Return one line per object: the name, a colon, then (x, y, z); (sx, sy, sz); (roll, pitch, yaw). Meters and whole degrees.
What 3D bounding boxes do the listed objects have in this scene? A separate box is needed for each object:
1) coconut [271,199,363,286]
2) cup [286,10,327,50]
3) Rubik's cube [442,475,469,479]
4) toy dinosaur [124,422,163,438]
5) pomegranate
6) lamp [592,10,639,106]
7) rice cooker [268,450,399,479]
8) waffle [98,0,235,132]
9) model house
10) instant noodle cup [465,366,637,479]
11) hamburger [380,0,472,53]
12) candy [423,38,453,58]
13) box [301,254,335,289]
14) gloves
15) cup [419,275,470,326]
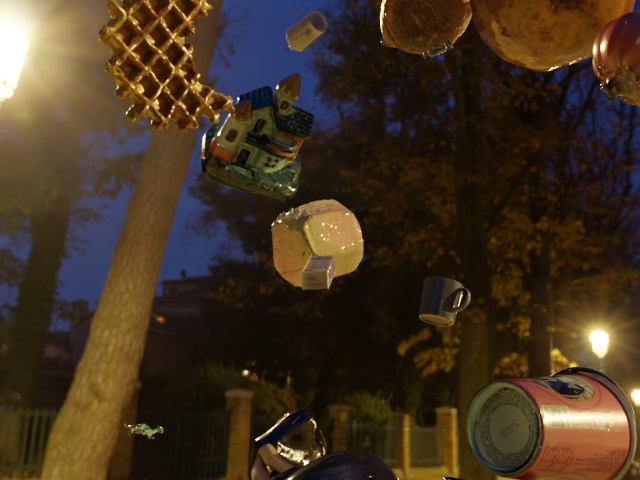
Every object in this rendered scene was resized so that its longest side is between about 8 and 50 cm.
coconut: (0.000, 0.000, 1.891); (0.245, 0.233, 0.233); (-19, 2, -42)
cup: (-0.045, -0.573, 1.903); (0.074, 0.104, 0.116); (48, -34, -18)
Rubik's cube: (0.309, 0.550, 1.238); (0.180, 0.167, 0.183); (13, 0, -5)
toy dinosaur: (-0.348, 0.370, 1.357); (0.062, 0.021, 0.083); (-6, 17, -33)
pomegranate: (0.540, -0.590, 1.620); (0.410, 0.410, 0.410); (2, -16, 1)
lamp: (0.537, -0.293, 1.146); (0.182, 0.140, 0.182); (40, -5, 4)
rice cooker: (0.017, 0.466, 1.071); (0.267, 0.267, 0.224); (9, -26, -22)
waffle: (-0.286, -0.343, 1.262); (0.259, 0.293, 0.069); (-18, 17, -42)
model house: (-0.125, -0.271, 1.654); (0.253, 0.184, 0.291); (20, -61, -20)
instant noodle cup: (0.404, 0.341, 1.248); (0.255, 0.244, 0.244); (13, -19, -36)
hamburger: (0.281, -0.633, 1.881); (0.286, 0.146, 0.243); (-16, -52, 43)
candy: (0.311, -0.508, 1.819); (0.083, 0.030, 0.020); (-19, 11, 0)
box: (-0.002, 0.058, 1.261); (0.050, 0.036, 0.117); (-3, 13, 10)
gloves: (-0.077, 0.514, 1.448); (0.152, 0.301, 0.197); (-19, -65, 20)
cup: (0.240, 0.118, 1.319); (0.100, 0.077, 0.078); (-5, -29, 42)
